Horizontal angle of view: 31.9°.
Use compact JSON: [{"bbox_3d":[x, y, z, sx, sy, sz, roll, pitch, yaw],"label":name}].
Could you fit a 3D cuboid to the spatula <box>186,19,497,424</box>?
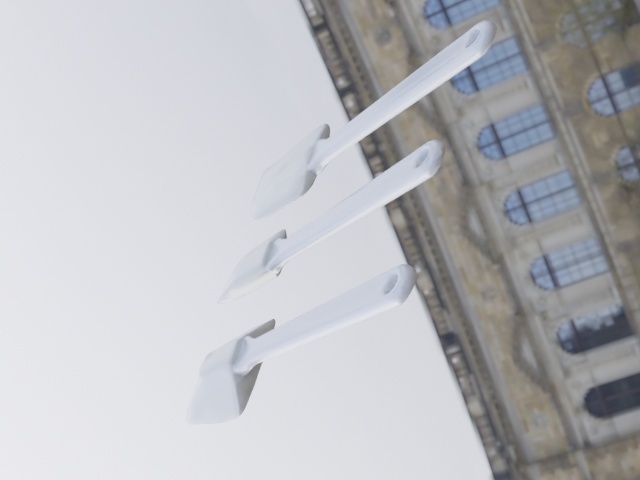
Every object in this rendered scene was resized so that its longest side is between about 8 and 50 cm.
[{"bbox_3d":[0.000,0.000,0.542,0.019,0.242,0.168,30,-117,-18],"label":"spatula"}]
